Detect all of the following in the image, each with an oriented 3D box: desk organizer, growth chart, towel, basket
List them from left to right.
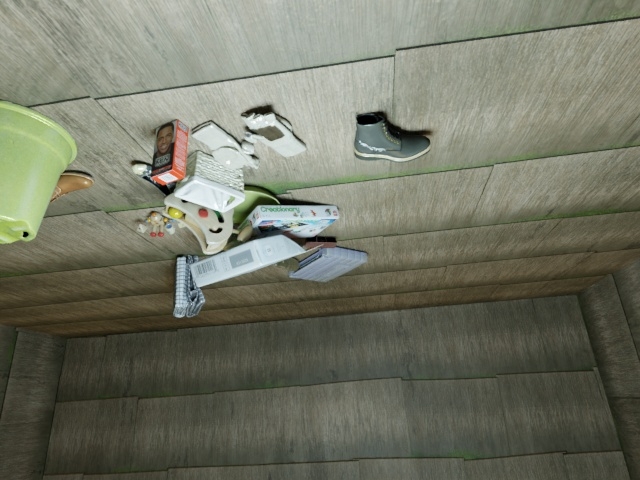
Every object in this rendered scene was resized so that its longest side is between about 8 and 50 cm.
[{"bbox_3d":[-0.600,0.211,1.872,0.121,0.235,0.283,2,158,-22],"label":"towel"},{"bbox_3d":[-0.308,-0.164,1.164,0.113,0.103,0.167,-22,151,39],"label":"basket"},{"bbox_3d":[-0.299,0.059,1.632,0.172,0.021,0.237,-20,148,13],"label":"growth chart"},{"bbox_3d":[0.000,0.000,1.685,0.130,0.047,0.050,1,155,-11],"label":"desk organizer"}]

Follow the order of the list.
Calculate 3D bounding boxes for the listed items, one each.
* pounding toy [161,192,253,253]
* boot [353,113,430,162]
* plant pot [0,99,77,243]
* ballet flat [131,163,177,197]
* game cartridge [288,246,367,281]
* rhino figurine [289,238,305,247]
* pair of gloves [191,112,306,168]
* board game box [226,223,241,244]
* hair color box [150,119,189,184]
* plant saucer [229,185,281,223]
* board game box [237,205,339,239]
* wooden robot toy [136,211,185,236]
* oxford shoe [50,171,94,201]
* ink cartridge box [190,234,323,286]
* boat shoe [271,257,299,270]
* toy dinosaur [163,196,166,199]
[{"bbox_3d":[-0.353,-0.036,1.267,0.269,0.154,0.155,28,143,-11],"label":"pounding toy"},{"bbox_3d":[0.181,-0.264,1.036,0.197,0.077,0.137,-6,153,4],"label":"boot"},{"bbox_3d":[-0.746,-0.140,0.962,0.276,0.254,0.276,-2,158,-1],"label":"plant pot"},{"bbox_3d":[-0.471,-0.171,1.192,0.057,0.049,0.173,-10,157,20],"label":"ballet flat"},{"bbox_3d":[0.031,0.116,1.961,0.230,0.068,0.355,7,156,-33],"label":"game cartridge"},{"bbox_3d":[-0.159,0.013,1.592,0.243,0.073,0.106,-9,163,-43],"label":"rhino figurine"},{"bbox_3d":[-0.180,-0.247,1.059,0.240,0.042,0.204,-10,157,19],"label":"pair of gloves"},{"bbox_3d":[-0.303,-0.019,1.594,0.193,0.045,0.147,2,157,-15],"label":"board game box"},{"bbox_3d":[-0.360,-0.211,0.988,0.072,0.141,0.043,-13,155,23],"label":"hair color box"},{"bbox_3d":[-0.251,-0.120,1.366,0.241,0.037,0.241,-4,158,-2],"label":"plant saucer"},{"bbox_3d":[-0.111,-0.061,1.435,0.305,0.053,0.193,-3,161,-34],"label":"board game box"},{"bbox_3d":[-0.558,-0.063,1.428,0.173,0.076,0.079,-2,147,-4],"label":"wooden robot toy"},{"bbox_3d":[-0.750,-0.146,1.184,0.212,0.076,0.076,-8,156,7],"label":"oxford shoe"},{"bbox_3d":[-0.212,0.051,1.466,0.308,0.091,0.385,-20,179,32],"label":"ink cartridge box"},{"bbox_3d":[-0.175,0.096,1.890,0.178,0.064,0.060,18,180,-39],"label":"boat shoe"},{"bbox_3d":[-0.445,-0.136,1.325,0.082,0.047,0.090,-4,-153,-43],"label":"toy dinosaur"}]
